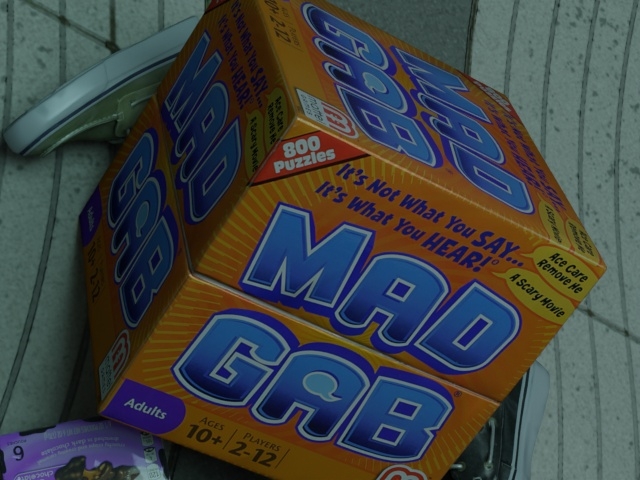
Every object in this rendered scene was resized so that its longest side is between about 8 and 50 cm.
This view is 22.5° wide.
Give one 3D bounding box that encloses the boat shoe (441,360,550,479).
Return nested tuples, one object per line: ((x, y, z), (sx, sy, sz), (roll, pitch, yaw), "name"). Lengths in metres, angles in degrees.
((0.181, 0.269, 1.914), (0.119, 0.121, 0.335), (27, 50, -14), "boat shoe")

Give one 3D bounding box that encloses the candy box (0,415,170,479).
((-0.229, 0.280, 1.627), (0.165, 0.070, 0.196), (-10, 79, -13), "candy box")

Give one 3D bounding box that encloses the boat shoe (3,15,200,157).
((-0.217, -0.158, 1.792), (0.302, 0.109, 0.094), (-36, 97, -38), "boat shoe")

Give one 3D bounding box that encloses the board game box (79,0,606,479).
((0.000, 0.000, 1.641), (0.356, 0.356, 0.356), (24, 25, -25), "board game box")
